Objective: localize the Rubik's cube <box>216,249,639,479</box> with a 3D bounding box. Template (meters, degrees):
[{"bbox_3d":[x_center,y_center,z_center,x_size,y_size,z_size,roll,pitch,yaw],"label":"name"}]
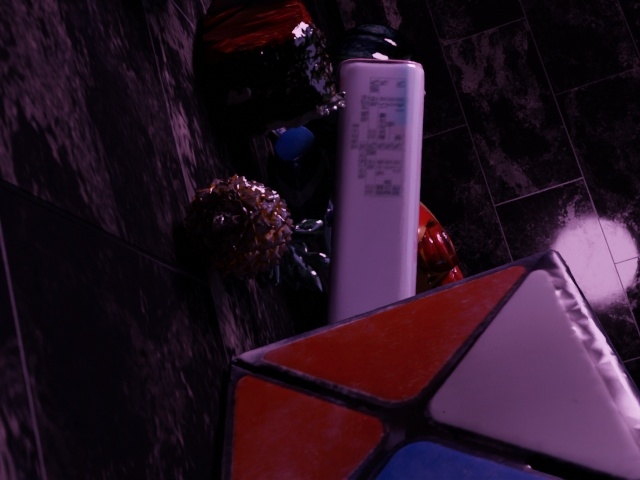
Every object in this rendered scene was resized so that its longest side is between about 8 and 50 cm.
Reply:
[{"bbox_3d":[0.107,0.237,0.689,0.307,0.305,0.310,-97,164,-62],"label":"Rubik's cube"}]

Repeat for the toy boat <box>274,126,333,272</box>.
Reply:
[{"bbox_3d":[-0.003,-0.027,1.283,0.291,0.070,0.210,67,14,-51],"label":"toy boat"}]

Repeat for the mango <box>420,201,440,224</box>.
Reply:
[{"bbox_3d":[0.136,-0.034,1.888,0.329,0.176,0.176,-126,-148,-51],"label":"mango"}]

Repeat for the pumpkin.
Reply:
[{"bbox_3d":[0.045,-0.278,1.681,0.248,0.248,0.248,-18,90,-81],"label":"pumpkin"}]

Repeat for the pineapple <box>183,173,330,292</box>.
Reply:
[{"bbox_3d":[-0.053,-0.002,0.814,0.221,0.103,0.083,34,73,-78],"label":"pineapple"}]

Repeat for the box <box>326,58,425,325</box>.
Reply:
[{"bbox_3d":[0.062,-0.015,1.133,0.190,0.112,0.369,55,39,-83],"label":"box"}]

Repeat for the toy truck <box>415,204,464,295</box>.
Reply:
[{"bbox_3d":[0.114,0.013,1.562,0.239,0.189,0.265,66,5,31],"label":"toy truck"}]

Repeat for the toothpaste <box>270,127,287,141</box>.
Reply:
[{"bbox_3d":[-0.057,-0.150,1.322,0.140,0.021,0.037,37,31,-71],"label":"toothpaste"}]

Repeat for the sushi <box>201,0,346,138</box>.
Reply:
[{"bbox_3d":[-0.058,-0.203,1.056,0.225,0.136,0.126,-107,178,-57],"label":"sushi"}]
